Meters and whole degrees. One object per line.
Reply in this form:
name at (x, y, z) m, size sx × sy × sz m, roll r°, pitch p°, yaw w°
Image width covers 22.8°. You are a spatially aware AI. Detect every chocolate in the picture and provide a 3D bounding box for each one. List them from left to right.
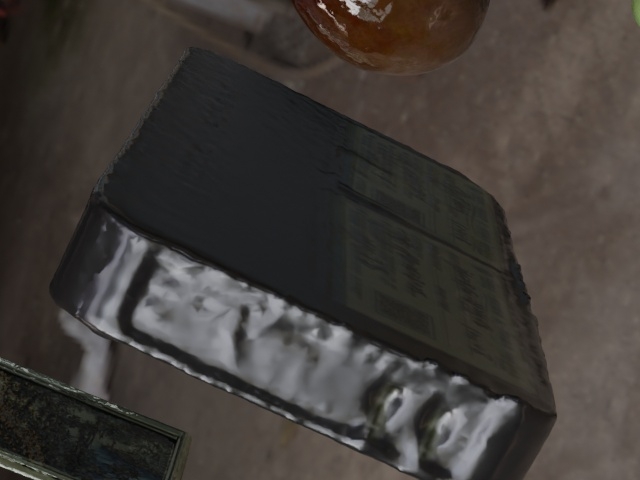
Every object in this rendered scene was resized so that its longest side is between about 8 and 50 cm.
chocolate at (0.049, -0.212, 1.329) m, size 0.177 × 0.176 × 0.177 m, roll -48°, pitch 32°, yaw 44°

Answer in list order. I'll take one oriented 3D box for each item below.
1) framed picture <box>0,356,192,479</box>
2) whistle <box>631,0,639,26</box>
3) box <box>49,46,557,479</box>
framed picture at (-0.190, 0.150, 1.222) m, size 0.142 × 0.183 × 0.011 m, roll -79°, pitch 12°, yaw -68°
whistle at (0.418, -0.307, 1.762) m, size 0.227 × 0.085 × 0.105 m, roll -54°, pitch -16°, yaw -12°
box at (0.000, 0.000, 0.773) m, size 0.058 × 0.211 × 0.350 m, roll -62°, pitch 5°, yaw 15°
